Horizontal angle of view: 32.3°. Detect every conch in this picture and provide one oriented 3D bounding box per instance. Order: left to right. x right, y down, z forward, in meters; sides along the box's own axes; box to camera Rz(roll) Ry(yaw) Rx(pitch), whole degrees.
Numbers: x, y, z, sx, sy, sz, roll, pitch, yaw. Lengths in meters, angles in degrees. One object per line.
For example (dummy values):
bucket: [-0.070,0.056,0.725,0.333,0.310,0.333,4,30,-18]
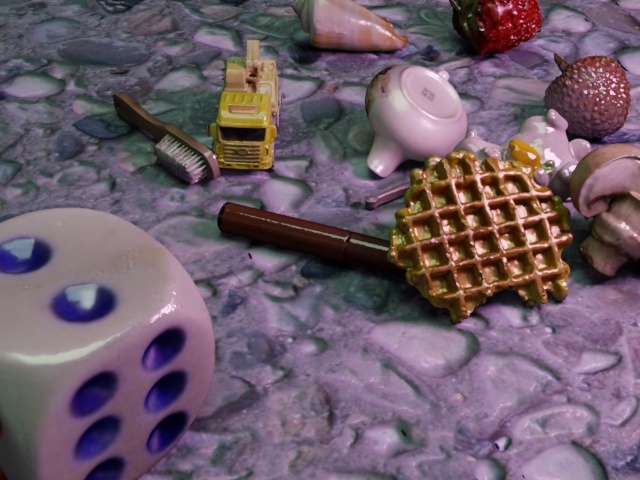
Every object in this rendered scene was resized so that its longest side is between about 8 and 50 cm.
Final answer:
conch: [0.053,-0.448,2.354,0.255,0.127,0.158,30,12,2]

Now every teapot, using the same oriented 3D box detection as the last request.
teapot: [0.177,-0.235,2.054,0.204,0.139,0.298,38,42,2]

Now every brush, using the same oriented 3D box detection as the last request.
brush: [-0.304,-0.189,2.041,0.065,0.070,0.327,-34,48,-23]

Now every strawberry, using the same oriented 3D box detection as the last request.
strawberry: [0.384,-0.485,2.347,0.202,0.187,0.184,2,71,-24]

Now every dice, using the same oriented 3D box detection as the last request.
dice: [-0.342,0.151,1.441,0.304,0.276,0.304,32,44,31]

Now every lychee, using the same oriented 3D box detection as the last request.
lychee: [0.500,-0.281,2.090,0.165,0.165,0.197,-32,81,-34]

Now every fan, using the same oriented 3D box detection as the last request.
fan: [0.197,-0.108,1.978,0.282,0.023,0.057,-24,53,-28]

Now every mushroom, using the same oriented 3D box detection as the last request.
mushroom: [0.511,-0.047,1.790,0.254,0.195,0.189,37,23,0]

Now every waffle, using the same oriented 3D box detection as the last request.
waffle: [0.253,-0.004,1.729,0.301,0.058,0.281,10,72,-8]

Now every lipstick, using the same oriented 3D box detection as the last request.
lipstick: [0.000,0.000,1.809,0.357,0.057,0.057,14,40,17]

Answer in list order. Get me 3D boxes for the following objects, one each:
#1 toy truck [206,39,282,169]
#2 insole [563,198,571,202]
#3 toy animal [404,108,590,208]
toy truck: [-0.136,-0.255,2.049,0.124,0.157,0.272,2,38,1]
insole: [0.414,-0.127,2.017,0.063,0.010,0.192,-13,40,-17]
toy animal: [0.304,-0.093,1.867,0.208,0.154,0.325,40,71,12]
